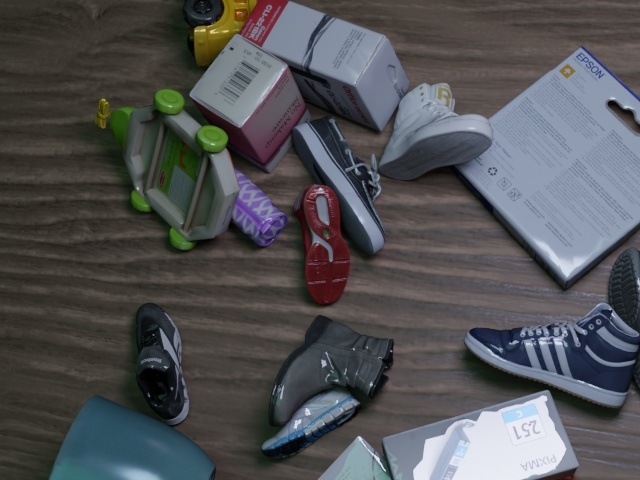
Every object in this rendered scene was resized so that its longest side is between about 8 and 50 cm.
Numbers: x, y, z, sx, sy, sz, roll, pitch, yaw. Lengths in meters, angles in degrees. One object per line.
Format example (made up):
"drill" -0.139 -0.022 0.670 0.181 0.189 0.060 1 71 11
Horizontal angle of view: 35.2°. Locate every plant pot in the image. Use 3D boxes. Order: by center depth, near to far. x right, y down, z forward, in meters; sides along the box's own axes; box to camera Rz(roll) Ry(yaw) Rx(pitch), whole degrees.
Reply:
"plant pot" -0.311 0.432 1.689 0.235 0.293 0.293 16 76 3

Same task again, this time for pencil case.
"pencil case" -0.155 -0.078 1.915 0.206 0.088 0.086 40 86 20

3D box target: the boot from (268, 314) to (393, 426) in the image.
"boot" 0.024 0.236 1.738 0.161 0.083 0.246 18 49 19

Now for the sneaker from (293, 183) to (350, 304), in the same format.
"sneaker" 0.000 0.000 1.871 0.087 0.128 0.221 -1 102 -11

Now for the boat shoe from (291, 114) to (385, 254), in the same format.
"boat shoe" 0.058 -0.111 1.872 0.105 0.113 0.306 -24 55 -13

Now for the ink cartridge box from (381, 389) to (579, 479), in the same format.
"ink cartridge box" 0.278 0.410 1.645 0.296 0.066 0.261 -16 64 -2

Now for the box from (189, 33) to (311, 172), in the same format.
"box" -0.125 -0.250 1.886 0.127 0.232 0.148 33 82 19

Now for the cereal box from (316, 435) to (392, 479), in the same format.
"cereal box" 0.094 0.475 1.704 0.240 0.047 0.173 41 83 20

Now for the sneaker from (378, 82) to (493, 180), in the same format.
"sneaker" 0.211 -0.220 1.799 0.108 0.292 0.169 24 71 -25

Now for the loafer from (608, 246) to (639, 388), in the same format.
"loafer" 0.557 0.134 1.703 0.087 0.094 0.251 -2 75 -19

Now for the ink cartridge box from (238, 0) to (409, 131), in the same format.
"ink cartridge box" 0.008 -0.333 1.889 0.273 0.197 0.114 25 80 25

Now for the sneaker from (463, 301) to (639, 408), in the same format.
"sneaker" 0.392 0.161 1.686 0.282 0.099 0.153 20 107 11

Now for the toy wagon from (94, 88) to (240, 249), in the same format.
"toy wagon" -0.292 -0.156 1.896 0.344 0.267 0.068 42 44 21

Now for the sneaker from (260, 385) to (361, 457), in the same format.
"sneaker" -0.027 0.312 1.779 0.191 0.071 0.083 -30 62 -7

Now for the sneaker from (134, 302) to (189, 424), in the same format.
"sneaker" -0.298 0.216 1.841 0.078 0.106 0.234 -17 70 5

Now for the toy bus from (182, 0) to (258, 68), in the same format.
"toy bus" -0.171 -0.473 2.025 0.211 0.149 0.220 -7 68 -4

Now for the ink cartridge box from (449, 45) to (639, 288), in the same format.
"ink cartridge box" 0.454 -0.135 1.813 0.330 0.071 0.324 -38 69 -5
